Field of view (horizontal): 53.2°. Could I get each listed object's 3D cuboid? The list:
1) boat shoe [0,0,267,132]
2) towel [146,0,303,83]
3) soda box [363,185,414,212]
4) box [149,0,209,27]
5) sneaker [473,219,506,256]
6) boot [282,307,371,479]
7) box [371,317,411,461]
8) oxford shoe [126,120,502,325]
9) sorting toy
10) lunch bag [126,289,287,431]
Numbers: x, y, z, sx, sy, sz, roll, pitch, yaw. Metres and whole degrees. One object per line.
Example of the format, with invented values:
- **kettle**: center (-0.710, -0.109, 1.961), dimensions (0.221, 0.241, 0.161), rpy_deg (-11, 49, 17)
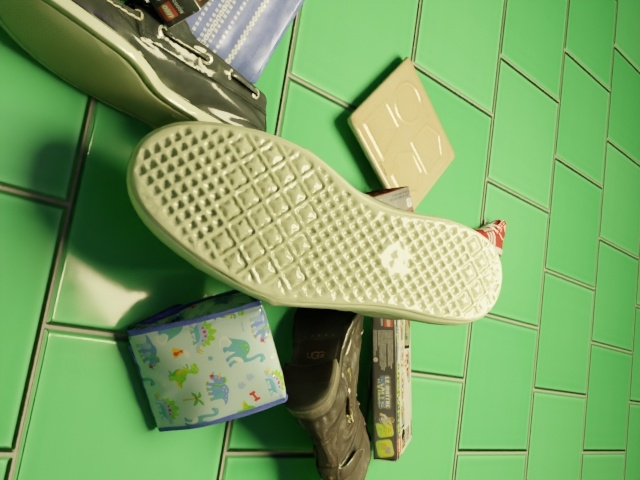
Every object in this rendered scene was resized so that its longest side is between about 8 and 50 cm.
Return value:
- **boat shoe**: center (-0.171, -0.193, 0.664), dimensions (0.340, 0.127, 0.113), rpy_deg (30, 68, -40)
- **towel**: center (-0.143, -0.363, 0.704), dimensions (0.336, 0.040, 0.243), rpy_deg (32, 85, -31)
- **soda box**: center (0.019, -0.002, 0.865), dimensions (0.263, 0.083, 0.092), rpy_deg (-19, 101, -41)
- **box**: center (-0.166, -0.337, 0.596), dimensions (0.233, 0.044, 0.159), rpy_deg (55, 33, -28)
- **sneaker**: center (0.300, -0.017, 1.159), dimensions (0.118, 0.042, 0.067), rpy_deg (26, 75, -48)
- **boot**: center (0.026, 0.209, 0.871), dimensions (0.263, 0.091, 0.229), rpy_deg (-65, 146, -46)
- **box**: center (0.107, 0.205, 0.943), dimensions (0.114, 0.036, 0.207), rpy_deg (3, 86, -71)
- **oxford shoe**: center (0.000, 0.000, 0.717), dimensions (0.449, 0.130, 0.169), rpy_deg (18, 82, -26)
- **sorting toy**: center (0.129, -0.160, 1.011), dimensions (0.208, 0.038, 0.193), rpy_deg (-52, 122, -36)
- **lunch bag**: center (-0.128, 0.135, 0.720), dimensions (0.151, 0.096, 0.129), rpy_deg (-17, 102, -12)
